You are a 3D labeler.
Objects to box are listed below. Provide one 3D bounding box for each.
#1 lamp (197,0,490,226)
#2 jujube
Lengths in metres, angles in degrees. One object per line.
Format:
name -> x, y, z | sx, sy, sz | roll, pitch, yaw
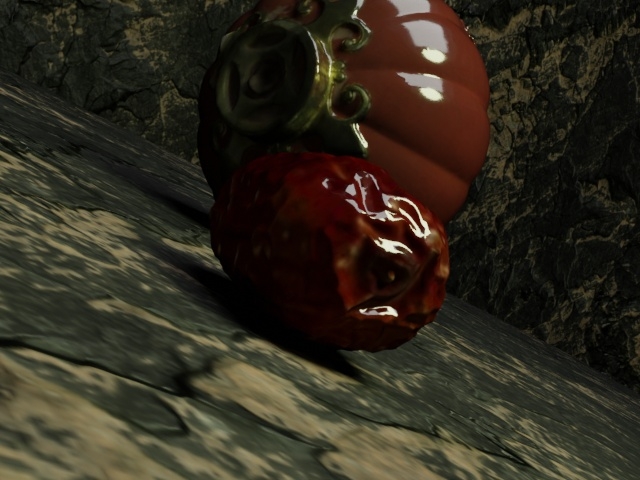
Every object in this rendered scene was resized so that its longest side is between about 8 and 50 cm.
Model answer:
lamp -> 0.019, -0.116, 0.918 | 0.303, 0.303, 0.257 | 30, 6, 35
jujube -> 0.000, 0.000, 0.534 | 0.112, 0.109, 0.176 | 64, -16, -22
